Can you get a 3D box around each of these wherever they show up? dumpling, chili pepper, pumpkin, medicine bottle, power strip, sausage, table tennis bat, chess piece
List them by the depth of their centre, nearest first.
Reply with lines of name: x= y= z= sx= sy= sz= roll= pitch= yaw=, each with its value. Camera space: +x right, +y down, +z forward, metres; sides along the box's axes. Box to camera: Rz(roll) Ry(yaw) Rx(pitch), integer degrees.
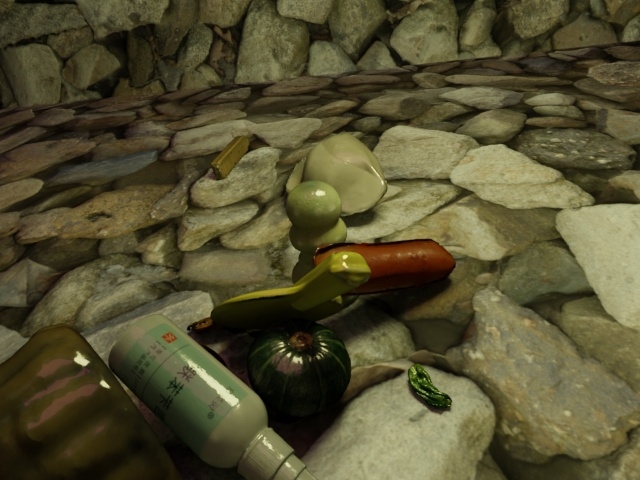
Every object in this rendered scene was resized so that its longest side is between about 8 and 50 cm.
medicine bottle: x=-0.142 y=0.245 z=0.646 sx=0.352 sy=0.110 sz=0.110 roll=34 pitch=48 yaw=19
chili pepper: x=0.167 y=0.231 z=0.730 sx=0.034 sy=0.030 sz=0.091 roll=3 pitch=26 yaw=-32
pumpkin: x=-0.034 y=0.198 z=0.735 sx=0.167 sy=0.125 sz=0.167 roll=-4 pitch=38 yaw=3
table tennis bat: x=-0.044 y=0.096 z=0.750 sx=0.224 sy=0.369 sz=0.054 roll=5 pitch=67 yaw=-29
sausage: x=0.127 y=0.054 z=0.885 sx=0.331 sy=0.102 sz=0.102 roll=-2 pitch=25 yaw=-33
chess piece: x=0.000 y=0.000 z=0.922 sx=0.145 sy=0.251 sz=0.144 roll=-6 pitch=31 yaw=4
dumpling: x=0.032 y=-0.172 z=1.285 sx=0.260 sy=0.181 sz=0.341 roll=-31 pitch=64 yaw=2
power strip: x=-0.318 y=-0.304 z=1.650 sx=0.044 sy=0.064 sz=0.305 roll=-6 pitch=32 yaw=17

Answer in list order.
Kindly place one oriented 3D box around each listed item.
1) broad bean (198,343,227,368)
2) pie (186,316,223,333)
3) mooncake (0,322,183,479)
broad bean: x=-0.232 y=0.220 z=0.792 sx=0.165 sy=0.084 sz=0.114 roll=13 pitch=20 yaw=41
pie: x=-0.181 y=0.152 z=0.908 sx=0.170 sy=0.034 sz=0.092 roll=-16 pitch=-7 yaw=-6
mooncake: x=-0.305 y=0.252 z=0.571 sx=0.161 sy=0.290 sz=0.291 roll=-37 pitch=42 yaw=-29
